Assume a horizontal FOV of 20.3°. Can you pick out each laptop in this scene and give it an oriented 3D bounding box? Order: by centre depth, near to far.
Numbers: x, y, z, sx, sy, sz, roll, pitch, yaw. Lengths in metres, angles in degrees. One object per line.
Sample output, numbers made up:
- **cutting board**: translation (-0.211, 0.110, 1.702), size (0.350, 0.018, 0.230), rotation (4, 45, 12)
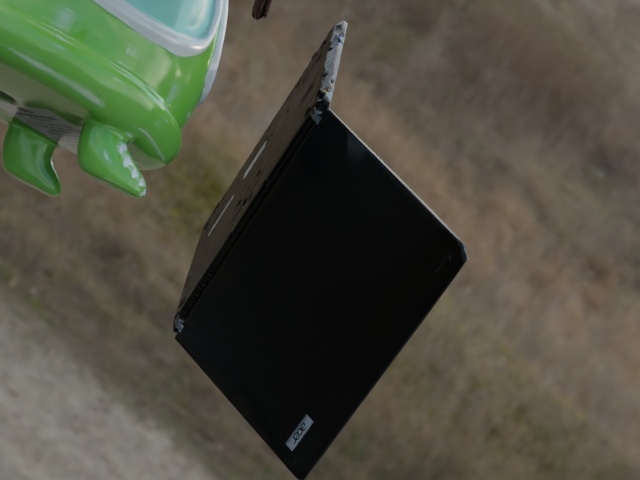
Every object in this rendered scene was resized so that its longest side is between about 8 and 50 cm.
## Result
- **laptop**: translation (0.000, 0.000, 1.371), size (0.136, 0.234, 0.264), rotation (30, 26, -10)

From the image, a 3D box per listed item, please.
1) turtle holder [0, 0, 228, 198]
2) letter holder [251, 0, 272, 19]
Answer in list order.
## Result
- **turtle holder**: translation (-0.214, -0.185, 1.231), size (0.320, 0.227, 0.243), rotation (26, -11, -8)
- **letter holder**: translation (-0.037, -0.301, 0.983), size (0.152, 0.302, 0.214), rotation (20, 45, -5)
